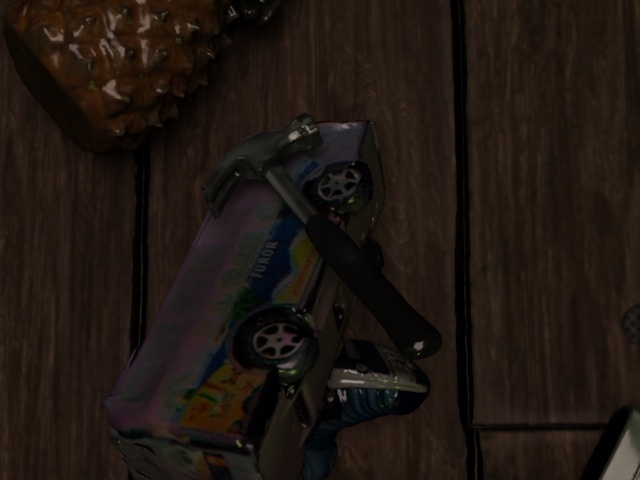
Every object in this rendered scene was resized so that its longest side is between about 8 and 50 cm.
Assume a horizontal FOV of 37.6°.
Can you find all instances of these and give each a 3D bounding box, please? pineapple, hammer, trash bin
[{"bbox_3d":[-0.098,-0.223,0.799,0.340,0.169,0.169,-41,81,-15],"label":"pineapple"},{"bbox_3d":[0.000,0.000,0.636,0.103,0.029,0.246,-28,46,-10],"label":"hammer"},{"bbox_3d":[0.274,0.212,0.741,0.130,0.059,0.116,29,85,6],"label":"trash bin"}]

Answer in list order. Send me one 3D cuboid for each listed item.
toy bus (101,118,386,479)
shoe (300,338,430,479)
[{"bbox_3d":[-0.039,0.041,0.701,0.138,0.112,0.316,5,47,17],"label":"toy bus"},{"bbox_3d":[-0.012,0.140,0.760,0.207,0.091,0.106,-12,100,-3],"label":"shoe"}]
